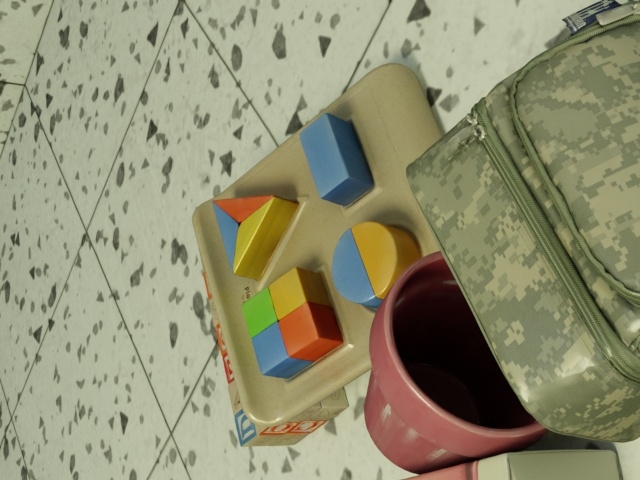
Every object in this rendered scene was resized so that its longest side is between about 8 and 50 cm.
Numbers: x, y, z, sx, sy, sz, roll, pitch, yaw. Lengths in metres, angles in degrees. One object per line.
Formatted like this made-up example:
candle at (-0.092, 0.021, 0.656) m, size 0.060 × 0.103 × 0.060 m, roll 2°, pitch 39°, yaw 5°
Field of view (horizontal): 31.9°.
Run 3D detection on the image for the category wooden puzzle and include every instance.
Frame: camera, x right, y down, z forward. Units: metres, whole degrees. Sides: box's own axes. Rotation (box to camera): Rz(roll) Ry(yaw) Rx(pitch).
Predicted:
wooden puzzle at (0.000, 0.000, 1.287) m, size 0.348 × 0.080 × 0.322 m, roll -33°, pitch 58°, yaw 25°

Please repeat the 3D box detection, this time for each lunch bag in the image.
lunch bag at (0.251, -0.021, 0.933) m, size 0.256 × 0.212 × 0.305 m, roll -39°, pitch 54°, yaw 25°

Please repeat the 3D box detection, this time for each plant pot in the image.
plant pot at (0.130, 0.138, 1.101) m, size 0.180 × 0.201 × 0.201 m, roll 115°, pitch 143°, yaw -51°

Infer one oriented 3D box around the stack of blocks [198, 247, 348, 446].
stack of blocks at (-0.057, 0.096, 1.445) m, size 0.171 × 0.087 × 0.297 m, roll -43°, pitch 52°, yaw 43°

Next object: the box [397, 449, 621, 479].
box at (0.158, 0.280, 1.061) m, size 0.232 × 0.148 × 0.127 m, roll -29°, pitch 61°, yaw 49°
